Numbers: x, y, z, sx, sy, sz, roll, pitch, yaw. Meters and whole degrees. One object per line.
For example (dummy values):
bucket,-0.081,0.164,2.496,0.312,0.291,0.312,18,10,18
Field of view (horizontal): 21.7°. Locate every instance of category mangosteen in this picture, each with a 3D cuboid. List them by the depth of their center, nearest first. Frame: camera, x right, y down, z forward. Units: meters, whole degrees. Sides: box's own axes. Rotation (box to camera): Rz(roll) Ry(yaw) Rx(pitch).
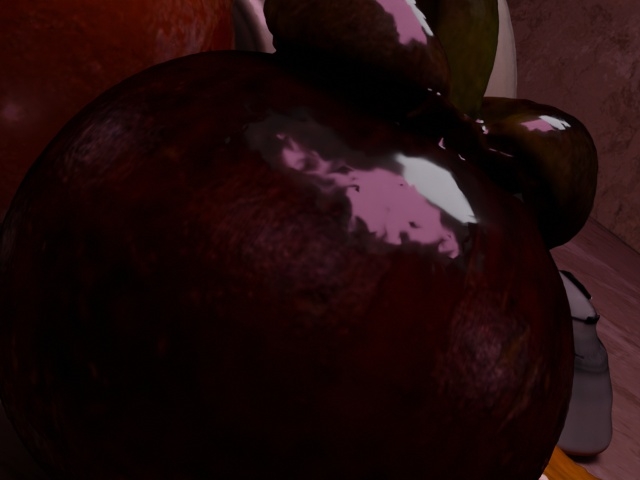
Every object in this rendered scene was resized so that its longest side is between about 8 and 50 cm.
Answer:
mangosteen,0.000,0.000,0.608,0.215,0.257,0.215,23,-10,4

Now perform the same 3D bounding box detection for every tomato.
tomato,-0.151,-0.102,0.831,0.232,0.188,0.232,46,-3,3

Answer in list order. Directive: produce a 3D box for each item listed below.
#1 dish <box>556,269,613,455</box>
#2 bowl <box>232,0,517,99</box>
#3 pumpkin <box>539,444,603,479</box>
dish,0.127,0.045,1.235,0.260,0.085,0.260,30,15,-9
bowl,-0.036,-0.093,0.982,0.277,0.277,0.145,39,29,29
pumpkin,0.161,0.171,0.772,0.258,0.095,0.290,33,12,-29
